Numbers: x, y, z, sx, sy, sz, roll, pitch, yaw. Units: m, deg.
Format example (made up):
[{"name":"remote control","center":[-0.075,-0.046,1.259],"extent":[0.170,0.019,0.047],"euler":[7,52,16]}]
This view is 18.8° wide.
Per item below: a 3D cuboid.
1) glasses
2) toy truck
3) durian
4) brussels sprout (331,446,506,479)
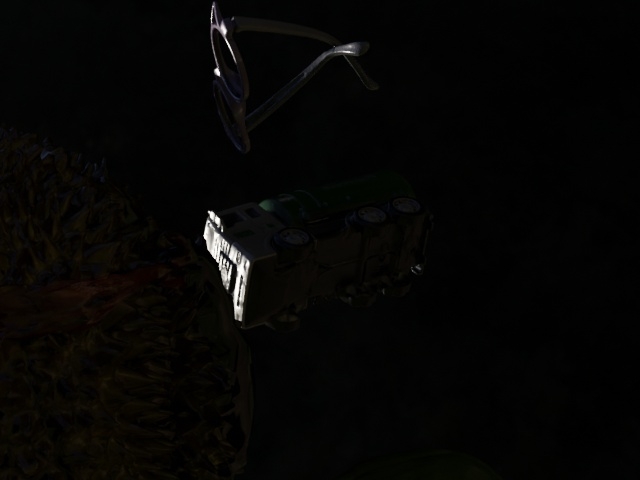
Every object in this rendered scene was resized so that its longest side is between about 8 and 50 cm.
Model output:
[{"name":"glasses","center":[-0.018,-0.119,1.296],"extent":[0.104,0.062,0.140],"euler":[-22,-25,-11]},{"name":"toy truck","center":[0.000,0.000,1.868],"extent":[0.243,0.125,0.101],"euler":[-16,-49,-34]},{"name":"durian","center":[-0.217,0.098,1.431],"extent":[0.348,0.384,0.347],"euler":[-25,-9,-4]},{"name":"brussels sprout","center":[0.057,0.277,1.389],"extent":[0.271,0.210,0.219],"euler":[-51,4,25]}]
